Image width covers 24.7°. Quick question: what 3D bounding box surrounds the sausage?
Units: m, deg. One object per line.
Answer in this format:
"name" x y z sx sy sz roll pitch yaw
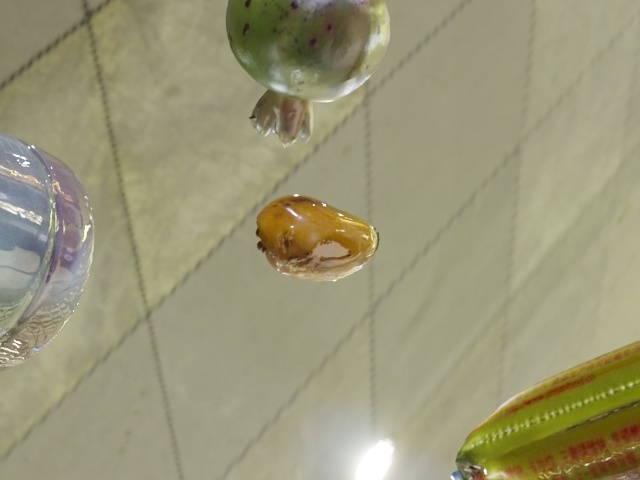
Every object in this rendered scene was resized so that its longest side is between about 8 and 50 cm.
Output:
"sausage" 0.220 0.141 1.072 0.317 0.117 0.125 -26 163 26

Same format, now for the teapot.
"teapot" -0.422 -0.040 1.384 0.312 0.315 0.233 29 92 -52

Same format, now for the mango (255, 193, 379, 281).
"mango" 0.000 0.000 1.344 0.127 0.063 0.077 10 87 -29

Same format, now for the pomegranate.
"pomegranate" -0.013 -0.131 1.015 0.114 0.114 0.142 -31 143 -48
